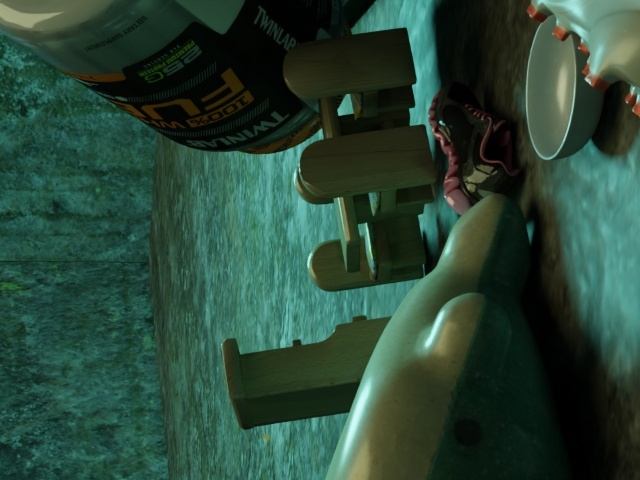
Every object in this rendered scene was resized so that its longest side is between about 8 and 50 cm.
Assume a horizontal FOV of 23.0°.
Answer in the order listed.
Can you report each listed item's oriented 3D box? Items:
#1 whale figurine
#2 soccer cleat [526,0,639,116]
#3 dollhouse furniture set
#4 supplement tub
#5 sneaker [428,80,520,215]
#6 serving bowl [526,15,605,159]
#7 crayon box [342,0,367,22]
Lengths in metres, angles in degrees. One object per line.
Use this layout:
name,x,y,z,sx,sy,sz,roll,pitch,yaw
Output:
whale figurine,0.092,0.105,0.945,0.216,0.141,0.272,106,-174,-52
soccer cleat,0.152,-0.117,0.766,0.076,0.068,0.196,-55,15,16
dollhouse furniture set,0.000,0.000,1.155,0.212,0.161,0.242,86,175,-71
supplement tub,-0.106,-0.184,1.183,0.316,0.194,0.193,31,-128,-59
sneaker,0.107,-0.069,1.049,0.057,0.047,0.119,-51,35,37
serving bowl,0.141,-0.086,0.884,0.083,0.027,0.083,180,90,-80
crayon box,-0.010,-0.372,1.449,0.363,0.106,0.313,153,115,-76
